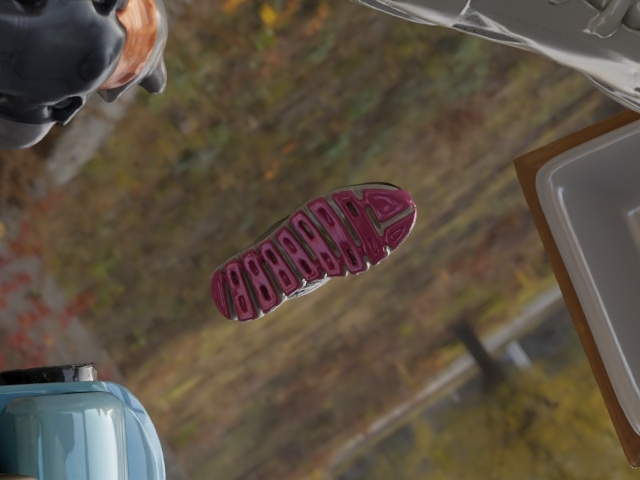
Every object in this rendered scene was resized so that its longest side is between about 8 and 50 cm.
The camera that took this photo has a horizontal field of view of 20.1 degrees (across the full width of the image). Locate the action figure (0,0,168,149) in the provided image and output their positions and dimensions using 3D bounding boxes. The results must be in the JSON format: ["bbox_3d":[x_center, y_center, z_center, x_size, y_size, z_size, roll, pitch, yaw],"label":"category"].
[{"bbox_3d":[-0.211,-0.070,0.897,0.330,0.178,0.341,-17,136,-43],"label":"action figure"}]

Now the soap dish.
[{"bbox_3d":[0.306,-0.005,1.218,0.290,0.229,0.118,-23,171,16],"label":"soap dish"}]

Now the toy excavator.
[{"bbox_3d":[-0.274,0.204,1.465,0.432,0.222,0.445,0,173,-36],"label":"toy excavator"}]

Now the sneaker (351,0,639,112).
[{"bbox_3d":[0.109,-0.102,0.624,0.292,0.169,0.108,17,94,-37],"label":"sneaker"}]

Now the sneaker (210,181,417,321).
[{"bbox_3d":[0.000,0.000,1.299,0.170,0.063,0.075,-30,-175,27],"label":"sneaker"}]
